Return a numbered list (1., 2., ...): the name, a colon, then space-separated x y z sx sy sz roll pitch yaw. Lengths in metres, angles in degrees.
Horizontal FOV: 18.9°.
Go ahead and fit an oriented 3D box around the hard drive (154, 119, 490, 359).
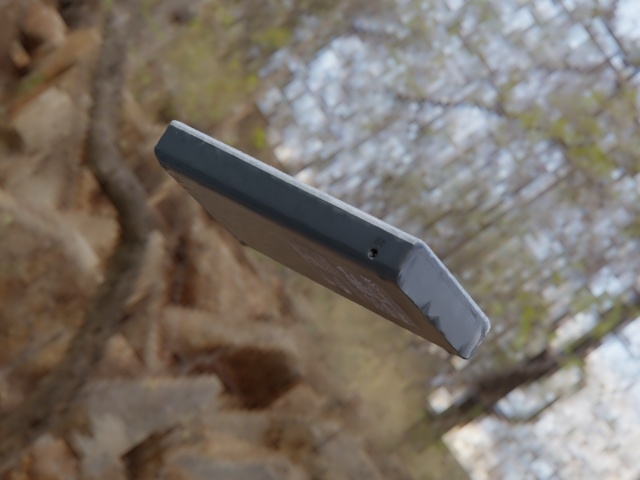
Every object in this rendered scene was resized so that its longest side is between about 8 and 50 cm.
1. hard drive: 0.000 0.000 0.821 0.135 0.022 0.094 27 -11 32
